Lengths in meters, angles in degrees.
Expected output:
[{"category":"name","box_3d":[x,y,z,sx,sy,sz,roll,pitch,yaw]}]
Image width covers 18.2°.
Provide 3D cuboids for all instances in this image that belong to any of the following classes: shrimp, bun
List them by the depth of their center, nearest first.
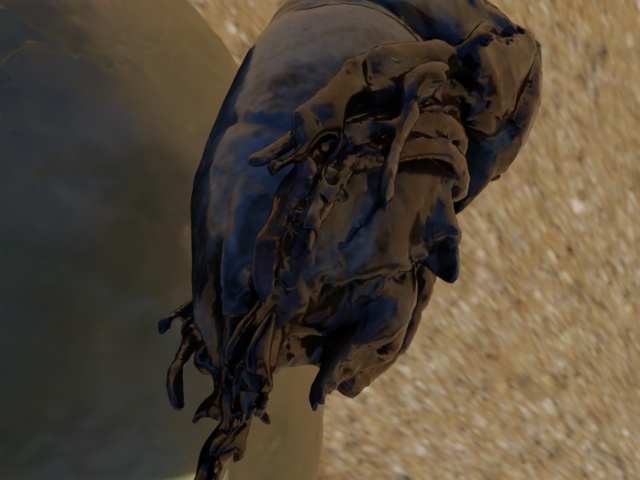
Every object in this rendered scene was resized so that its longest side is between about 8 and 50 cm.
[{"category":"shrimp","box_3d":[0.000,0.000,0.497,0.079,0.090,0.233,28,42,-2]},{"category":"bun","box_3d":[-0.188,0.036,0.649,0.364,0.202,0.364,0,90,22]}]
